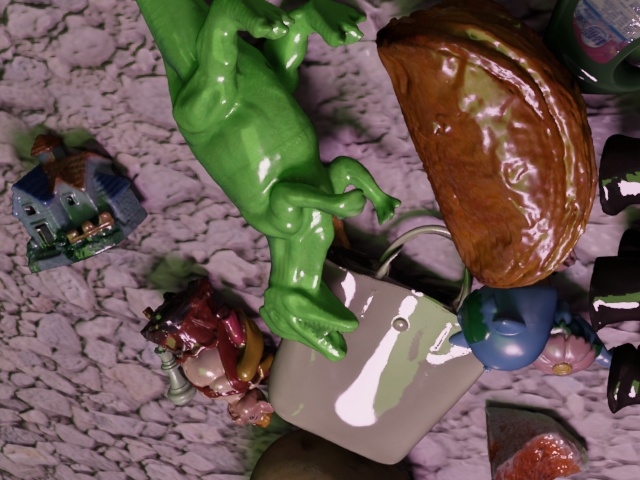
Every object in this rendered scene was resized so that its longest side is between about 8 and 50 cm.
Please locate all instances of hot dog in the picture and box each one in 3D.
[{"bbox_3d":[0.151,-0.087,0.878,0.272,0.122,0.196,62,164,-20],"label":"hot dog"}]

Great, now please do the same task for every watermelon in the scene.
[{"bbox_3d":[0.221,0.268,1.173,0.121,0.158,0.098,15,138,52],"label":"watermelon"}]

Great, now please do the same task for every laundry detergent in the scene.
[{"bbox_3d":[0.260,-0.183,0.834,0.137,0.063,0.211,35,133,-12],"label":"laundry detergent"}]

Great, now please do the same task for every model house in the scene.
[{"bbox_3d":[-0.309,-0.057,1.184,0.148,0.119,0.149,-15,110,34],"label":"model house"}]

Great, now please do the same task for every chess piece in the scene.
[{"bbox_3d":[-0.207,0.181,1.367,0.042,0.042,0.093,-5,119,29],"label":"chess piece"}]

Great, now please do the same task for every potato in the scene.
[{"bbox_3d":[0.013,0.399,1.310,0.243,0.221,0.326,8,119,7],"label":"potato"}]

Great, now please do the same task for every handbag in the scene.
[{"bbox_3d":[0.078,0.115,1.124,0.241,0.109,0.315,24,130,-7],"label":"handbag"}]

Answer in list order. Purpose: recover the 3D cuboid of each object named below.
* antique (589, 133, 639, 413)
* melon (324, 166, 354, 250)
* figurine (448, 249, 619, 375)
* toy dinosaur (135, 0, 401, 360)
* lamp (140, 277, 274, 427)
[{"bbox_3d":[0.386,0.057,0.877,0.255,0.185,0.322,4,140,25],"label":"antique"},{"bbox_3d":[-0.008,-0.001,1.130,0.098,0.054,0.182,-7,124,12],"label":"melon"},{"bbox_3d":[0.231,0.076,1.034,0.178,0.145,0.114,20,167,-20],"label":"figurine"},{"bbox_3d":[-0.131,-0.130,1.035,0.500,0.144,0.375,31,129,20],"label":"toy dinosaur"},{"bbox_3d":[-0.113,0.164,1.259,0.118,0.118,0.253,-27,110,38],"label":"lamp"}]
